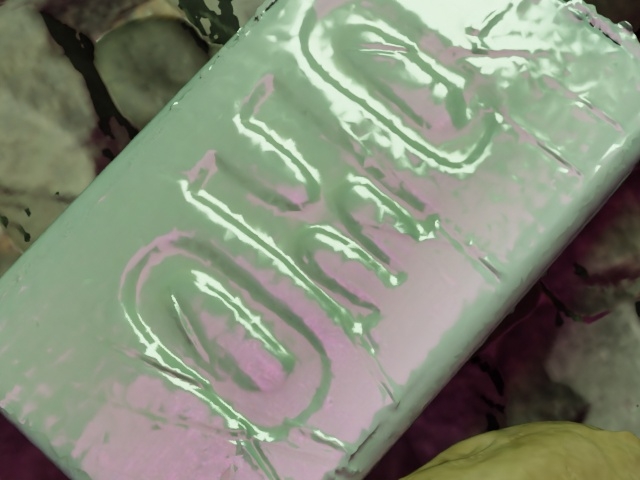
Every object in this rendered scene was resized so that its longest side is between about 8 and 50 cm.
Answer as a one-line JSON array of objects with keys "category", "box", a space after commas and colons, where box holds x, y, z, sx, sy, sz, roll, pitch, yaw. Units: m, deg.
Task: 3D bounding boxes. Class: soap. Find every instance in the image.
[{"category": "soap", "box": [0.000, 0.000, 0.521, 0.150, 0.094, 0.261, 41, 80, 4]}]

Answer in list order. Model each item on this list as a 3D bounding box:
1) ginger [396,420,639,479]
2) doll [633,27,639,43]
[{"category": "ginger", "box": [0.047, 0.157, 0.476, 0.267, 0.138, 0.152, -25, 87, -13]}, {"category": "doll", "box": [0.174, -0.052, 0.551, 0.078, 0.076, 0.113, -42, 85, -9]}]
